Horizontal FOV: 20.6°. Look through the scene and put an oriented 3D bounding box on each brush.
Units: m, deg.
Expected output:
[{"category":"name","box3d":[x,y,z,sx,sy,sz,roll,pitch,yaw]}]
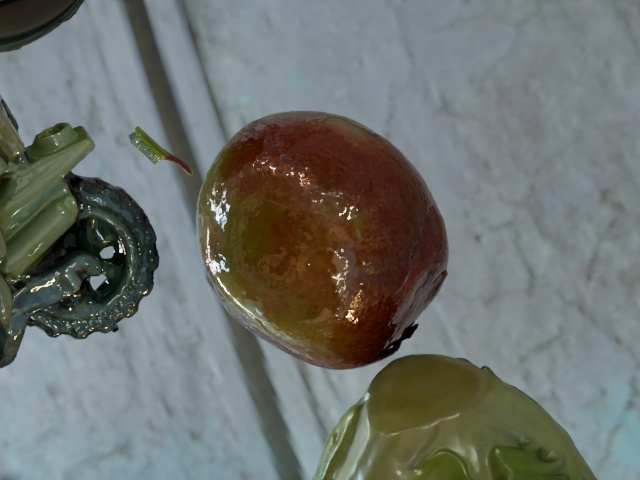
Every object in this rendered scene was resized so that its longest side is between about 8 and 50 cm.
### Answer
[{"category":"brush","box3d":[-0.167,-0.088,1.846,0.021,0.083,0.019,-45,34,11]}]

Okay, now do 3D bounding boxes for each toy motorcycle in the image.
[{"category":"toy motorcycle","box3d":[-0.330,0.032,1.297,0.237,0.410,0.169,67,171,-24]}]

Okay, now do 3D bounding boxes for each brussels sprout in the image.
[{"category":"brussels sprout","box3d":[0.121,0.251,1.546,0.227,0.259,0.294,-139,30,-68]}]

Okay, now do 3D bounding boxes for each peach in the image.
[{"category":"peach","box3d":[0.000,0.000,1.560,0.231,0.231,0.231,22,122,39]}]

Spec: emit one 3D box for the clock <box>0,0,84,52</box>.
[{"category":"clock","box3d":[-0.340,-0.334,1.685,0.312,0.061,0.313,5,114,11]}]
